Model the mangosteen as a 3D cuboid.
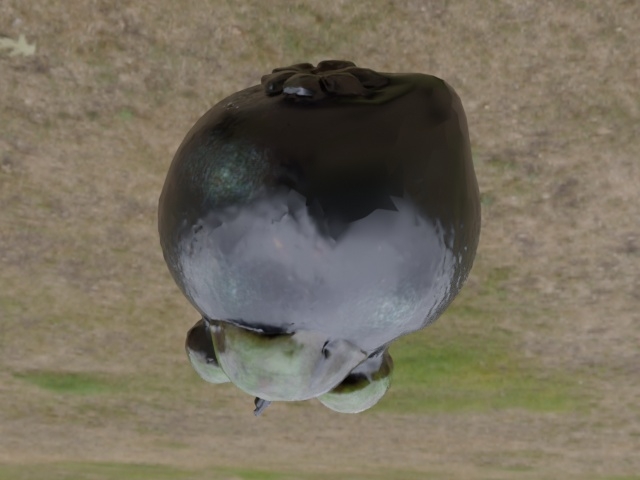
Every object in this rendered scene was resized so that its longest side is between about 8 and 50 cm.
[{"bbox_3d":[0.000,0.000,0.535,0.242,0.243,0.243,4,159,1],"label":"mangosteen"}]
